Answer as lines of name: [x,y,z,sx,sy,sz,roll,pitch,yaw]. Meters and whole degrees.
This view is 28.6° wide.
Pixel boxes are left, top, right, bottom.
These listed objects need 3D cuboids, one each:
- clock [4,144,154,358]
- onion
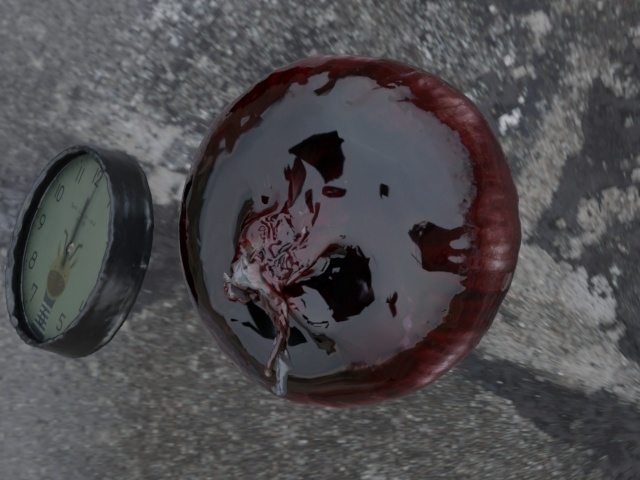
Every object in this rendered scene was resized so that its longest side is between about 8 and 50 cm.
clock: [-0.210,0.007,1.069,0.184,0.040,0.184,-19,63,44]
onion: [0.000,0.000,0.909,0.273,0.285,0.273,8,105,30]
